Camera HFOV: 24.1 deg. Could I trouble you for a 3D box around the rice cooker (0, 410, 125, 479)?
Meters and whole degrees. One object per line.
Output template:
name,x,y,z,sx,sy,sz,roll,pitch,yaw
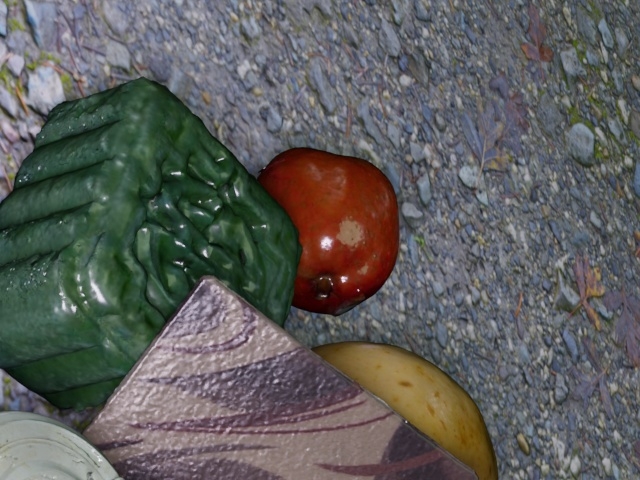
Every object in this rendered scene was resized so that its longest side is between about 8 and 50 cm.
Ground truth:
rice cooker,-0.280,0.260,1.187,0.226,0.244,0.226,27,49,-35

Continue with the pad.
pad,-0.040,0.210,1.369,0.330,0.004,0.220,37,89,-11

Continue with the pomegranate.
pomegranate,0.045,0.275,1.536,0.342,0.342,0.342,21,62,-48

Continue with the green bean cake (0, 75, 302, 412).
green bean cake,-0.165,0.037,1.479,0.308,0.169,0.300,45,46,-37

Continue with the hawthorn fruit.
hawthorn fruit,0.000,0.000,1.692,0.185,0.185,0.202,46,27,-34
